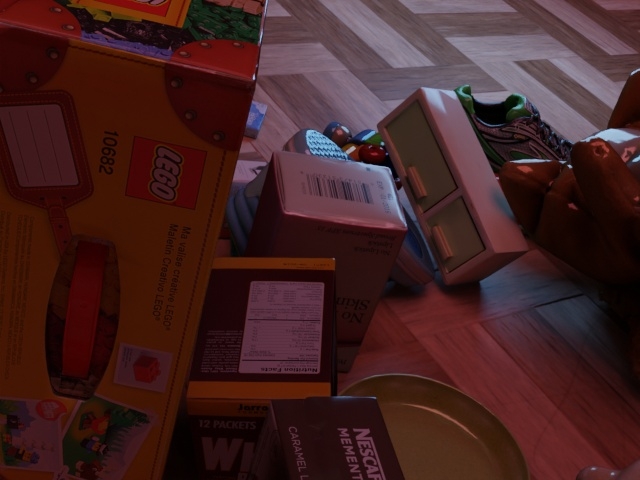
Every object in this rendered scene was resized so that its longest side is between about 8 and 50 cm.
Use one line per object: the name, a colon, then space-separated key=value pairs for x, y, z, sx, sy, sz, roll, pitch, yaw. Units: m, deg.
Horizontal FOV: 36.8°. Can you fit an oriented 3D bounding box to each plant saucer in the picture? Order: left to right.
plant saucer: x=0.114 y=0.248 z=1.073 sx=0.240 sy=0.037 sz=0.241 roll=12 pitch=35 yaw=-8

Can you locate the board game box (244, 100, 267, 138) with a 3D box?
board game box: x=-0.139 y=-0.209 z=1.592 sx=0.090 sy=0.020 sz=0.090 roll=17 pitch=35 yaw=-4

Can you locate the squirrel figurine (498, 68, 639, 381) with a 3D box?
squirrel figurine: x=0.478 y=0.006 z=1.258 sx=0.281 sy=0.397 sz=0.370 roll=-28 pitch=23 yaw=-12

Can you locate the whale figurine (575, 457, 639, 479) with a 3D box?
whale figurine: x=0.326 y=0.336 z=0.996 sx=0.271 sy=0.141 sz=0.216 roll=-20 pitch=45 yaw=-9

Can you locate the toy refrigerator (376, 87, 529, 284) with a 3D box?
toy refrigerator: x=0.185 y=-0.079 z=1.391 sx=0.094 sy=0.102 sz=0.270 roll=-3 pitch=65 yaw=-45

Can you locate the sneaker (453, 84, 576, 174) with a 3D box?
sneaker: x=0.356 y=-0.158 z=1.634 sx=0.343 sy=0.146 sz=0.134 roll=16 pitch=35 yaw=-4

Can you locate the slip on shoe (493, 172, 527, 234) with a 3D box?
slip on shoe: x=0.349 y=-0.066 z=1.547 sx=0.331 sy=0.101 sz=0.123 roll=20 pitch=37 yaw=5

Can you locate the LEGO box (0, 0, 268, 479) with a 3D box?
LEGO box: x=-0.191 y=-0.041 z=0.926 sx=0.193 sy=0.500 sz=0.373 roll=12 pitch=36 yaw=-8

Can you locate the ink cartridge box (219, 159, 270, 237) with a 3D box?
ink cartridge box: x=-0.086 y=-0.056 z=1.341 sx=0.135 sy=0.099 sz=0.056 roll=2 pitch=37 yaw=-23

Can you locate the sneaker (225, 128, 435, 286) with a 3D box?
sneaker: x=0.000 y=0.000 z=1.296 sx=0.319 sy=0.208 sz=0.127 roll=40 pitch=25 yaw=-37

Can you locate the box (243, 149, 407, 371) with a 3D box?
box: x=-0.008 y=0.029 z=1.145 sx=0.148 sy=0.232 sz=0.127 roll=7 pitch=37 yaw=-15

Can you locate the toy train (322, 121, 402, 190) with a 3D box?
toy train: x=0.027 y=-0.108 z=1.469 sx=0.143 sy=0.105 sz=0.248 roll=21 pitch=34 yaw=22

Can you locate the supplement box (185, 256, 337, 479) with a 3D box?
supplement box: x=-0.049 y=0.151 z=0.969 sx=0.129 sy=0.191 sz=0.194 roll=1 pitch=39 yaw=3

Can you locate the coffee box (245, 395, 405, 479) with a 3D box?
coffee box: x=-0.012 y=0.266 z=0.810 sx=0.098 sy=0.247 sz=0.141 roll=3 pitch=38 yaw=-20
